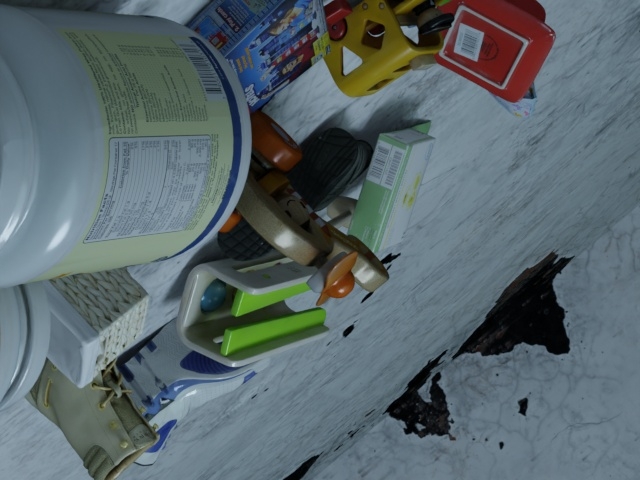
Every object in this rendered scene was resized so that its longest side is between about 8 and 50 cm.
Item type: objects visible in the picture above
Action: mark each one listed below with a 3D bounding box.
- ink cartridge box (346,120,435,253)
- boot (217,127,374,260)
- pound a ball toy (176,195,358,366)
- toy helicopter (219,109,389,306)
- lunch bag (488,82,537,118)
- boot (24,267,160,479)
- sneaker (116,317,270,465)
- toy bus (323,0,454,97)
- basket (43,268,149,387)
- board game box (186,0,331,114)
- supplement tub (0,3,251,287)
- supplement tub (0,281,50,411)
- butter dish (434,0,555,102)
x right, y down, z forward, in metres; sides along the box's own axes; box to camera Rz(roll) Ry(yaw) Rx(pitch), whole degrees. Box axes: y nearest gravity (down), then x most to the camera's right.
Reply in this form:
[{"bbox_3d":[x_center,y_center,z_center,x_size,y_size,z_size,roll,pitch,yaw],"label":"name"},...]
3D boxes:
[{"bbox_3d":[0.124,-0.083,2.147,0.235,0.056,0.171,-19,129,-64],"label":"ink cartridge box"},{"bbox_3d":[-0.024,-0.053,2.020,0.246,0.083,0.161,-42,168,4],"label":"boot"},{"bbox_3d":[-0.066,0.041,2.113,0.319,0.136,0.208,-15,125,-58],"label":"pound a ball toy"},{"bbox_3d":[0.000,0.000,1.832,0.140,0.235,0.355,-45,146,9],"label":"toy helicopter"},{"bbox_3d":[0.308,-0.236,2.267,0.053,0.083,0.071,-38,161,-10],"label":"lunch bag"},{"bbox_3d":[-0.269,0.171,1.816,0.095,0.203,0.262,-17,151,-54],"label":"boot"},{"bbox_3d":[-0.239,0.233,2.159,0.315,0.127,0.182,-26,155,-22],"label":"sneaker"},{"bbox_3d":[0.097,-0.248,1.709,0.191,0.104,0.202,-24,173,-7],"label":"toy bus"},{"bbox_3d":[-0.281,0.060,1.608,0.103,0.167,0.113,-39,164,-30],"label":"basket"},{"bbox_3d":[-0.086,-0.207,1.555,0.194,0.060,0.194,-38,162,-8],"label":"board game box"},{"bbox_3d":[-0.236,-0.083,1.245,0.235,0.235,0.325,-50,160,25],"label":"supplement tub"},{"bbox_3d":[-0.413,0.084,1.276,0.228,0.228,0.316,-49,161,21],"label":"supplement tub"},{"bbox_3d":[0.239,-0.292,1.937,0.118,0.160,0.160,-58,174,-35],"label":"butter dish"}]
